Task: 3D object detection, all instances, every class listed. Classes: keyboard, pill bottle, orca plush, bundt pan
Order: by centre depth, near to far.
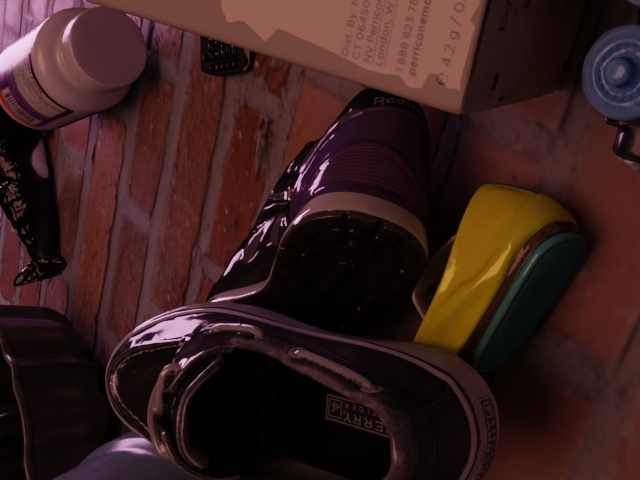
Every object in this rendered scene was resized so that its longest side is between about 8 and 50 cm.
[{"bbox_3d":[-0.100,-0.239,0.711,0.100,0.038,0.192,4,96,51],"label":"keyboard"},{"bbox_3d":[-0.263,-0.182,0.863,0.194,0.108,0.108,-4,90,51],"label":"pill bottle"},{"bbox_3d":[-0.357,0.228,1.005,0.331,0.124,0.330,8,100,50],"label":"bundt pan"},{"bbox_3d":[-0.423,-0.081,1.076,0.151,0.102,0.287,-12,84,51],"label":"orca plush"}]

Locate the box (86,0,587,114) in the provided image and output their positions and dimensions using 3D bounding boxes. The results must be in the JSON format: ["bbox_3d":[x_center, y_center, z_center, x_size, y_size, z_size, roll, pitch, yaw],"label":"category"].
[{"bbox_3d":[0.014,-0.163,0.430,0.232,0.149,0.126,23,114,25],"label":"box"}]

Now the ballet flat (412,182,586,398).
[{"bbox_3d":[0.075,0.069,0.491,0.077,0.077,0.230,42,117,39],"label":"ballet flat"}]

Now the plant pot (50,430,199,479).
[{"bbox_3d":[-0.164,0.307,0.550,0.341,0.334,0.341,6,99,38],"label":"plant pot"}]

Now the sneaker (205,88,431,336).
[{"bbox_3d":[0.000,0.000,0.585,0.283,0.107,0.124,-41,30,56],"label":"sneaker"}]

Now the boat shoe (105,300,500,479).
[{"bbox_3d":[-0.051,0.097,0.480,0.301,0.102,0.108,4,92,41],"label":"boat shoe"}]

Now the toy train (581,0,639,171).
[{"bbox_3d":[0.182,-0.110,0.340,0.105,0.080,0.184,27,114,40],"label":"toy train"}]
